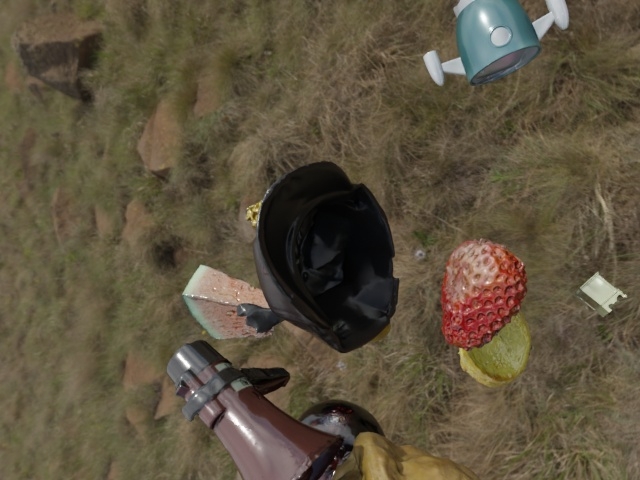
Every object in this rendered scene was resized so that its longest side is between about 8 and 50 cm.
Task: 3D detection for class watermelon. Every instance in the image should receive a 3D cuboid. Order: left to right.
[{"bbox_3d":[-0.218,0.180,1.187,0.256,0.193,0.140,5,50,26],"label":"watermelon"}]

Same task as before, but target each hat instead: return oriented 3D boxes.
[{"bbox_3d":[-0.036,0.019,0.618,0.209,0.336,0.238,5,74,31],"label":"hat"}]

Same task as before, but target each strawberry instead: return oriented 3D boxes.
[{"bbox_3d":[0.453,0.155,1.306,0.265,0.149,0.336,16,79,50],"label":"strawberry"}]

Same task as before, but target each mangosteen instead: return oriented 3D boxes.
[{"bbox_3d":[0.054,0.606,1.222,0.296,0.313,0.297,-12,51,16],"label":"mangosteen"}]

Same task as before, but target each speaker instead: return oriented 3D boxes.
[{"bbox_3d":[-0.104,0.304,0.804,0.329,0.259,0.198,42,132,30],"label":"speaker"}]

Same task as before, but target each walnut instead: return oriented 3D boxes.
[{"bbox_3d":[0.150,0.530,0.777,0.383,0.383,0.384,-2,87,42],"label":"walnut"}]

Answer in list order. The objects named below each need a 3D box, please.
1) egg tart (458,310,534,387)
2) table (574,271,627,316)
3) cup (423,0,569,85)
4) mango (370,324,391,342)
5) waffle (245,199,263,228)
[{"bbox_3d":[0.594,0.355,1.536,0.120,0.315,0.315,158,109,-70],"label":"egg tart"},{"bbox_3d":[0.692,0.134,1.080,0.062,0.079,0.083,-43,62,3],"label":"table"},{"bbox_3d":[0.374,-0.458,0.960,0.299,0.167,0.173,-20,88,18],"label":"cup"},{"bbox_3d":[0.050,0.207,1.364,0.253,0.364,0.182,124,166,-63],"label":"mango"},{"bbox_3d":[-0.135,-0.096,1.252,0.192,0.046,0.161,12,106,27],"label":"waffle"}]
